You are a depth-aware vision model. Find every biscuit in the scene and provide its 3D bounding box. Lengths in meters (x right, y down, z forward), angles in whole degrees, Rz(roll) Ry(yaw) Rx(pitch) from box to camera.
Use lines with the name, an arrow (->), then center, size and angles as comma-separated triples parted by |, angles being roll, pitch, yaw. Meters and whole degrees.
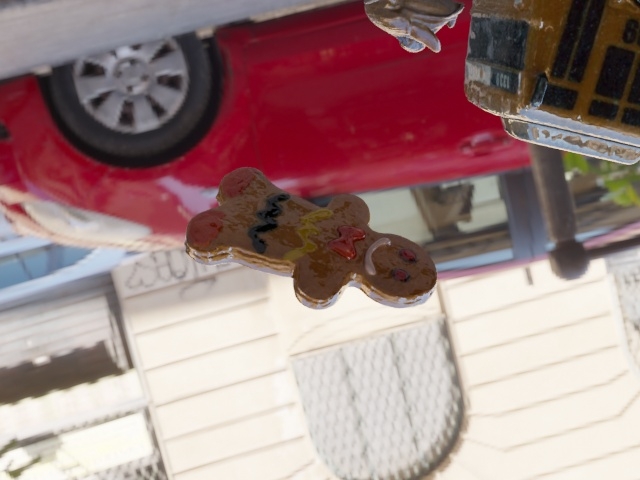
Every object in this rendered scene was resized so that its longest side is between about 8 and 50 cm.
biscuit -> 0.000, -0.001, 0.998 | 0.250, 0.036, 0.165 | 20, -137, 6

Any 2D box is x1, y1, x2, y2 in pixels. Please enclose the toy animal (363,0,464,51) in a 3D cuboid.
toy animal -> 0.144, -0.324, 1.453 | 0.188, 0.179, 0.089 | 21, -106, 38

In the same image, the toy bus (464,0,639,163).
toy bus -> 0.160, -0.087, 0.473 | 0.182, 0.103, 0.091 | 11, -167, -14
